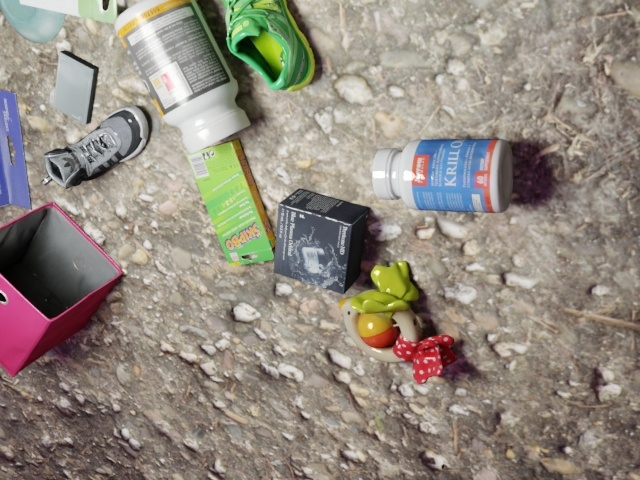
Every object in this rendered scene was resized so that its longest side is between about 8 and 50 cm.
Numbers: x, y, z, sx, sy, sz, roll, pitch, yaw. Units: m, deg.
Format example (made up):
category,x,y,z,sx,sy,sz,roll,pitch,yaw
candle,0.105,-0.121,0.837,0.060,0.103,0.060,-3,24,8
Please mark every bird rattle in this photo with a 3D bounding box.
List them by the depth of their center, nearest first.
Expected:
category,x,y,z,sx,sy,sz,roll,pitch,yaw
bird rattle,0.145,0.170,1.426,0.207,0.143,0.253,-13,120,44

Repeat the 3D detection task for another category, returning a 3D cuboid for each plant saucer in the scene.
category,x,y,z,sx,sy,sz,roll,pitch,yaw
plant saucer,-0.629,-0.517,1.536,0.195,0.037,0.195,12,117,24

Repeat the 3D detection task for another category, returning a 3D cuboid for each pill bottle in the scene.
category,x,y,z,sx,sy,sz,roll,pitch,yaw
pill bottle,0.206,-0.111,1.231,0.221,0.124,0.124,2,114,26
pill bottle,-0.252,-0.314,1.356,0.162,0.162,0.278,-19,102,33

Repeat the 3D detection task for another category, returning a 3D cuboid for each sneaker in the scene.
category,x,y,z,sx,sy,sz,roll,pitch,yaw
sneaker,-0.116,-0.394,1.269,0.109,0.123,0.295,-31,95,35
sneaker,-0.487,-0.187,1.543,0.269,0.153,0.101,-29,98,34

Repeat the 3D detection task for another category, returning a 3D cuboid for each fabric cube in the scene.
category,x,y,z,sx,sy,sz,roll,pitch,yaw
fabric cube,-0.687,0.114,1.726,0.254,0.259,0.258,45,125,1

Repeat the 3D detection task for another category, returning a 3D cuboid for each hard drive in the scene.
category,x,y,z,sx,sy,sz,roll,pitch,yaw
hard drive,-0.537,-0.333,1.581,0.094,0.022,0.135,29,123,13

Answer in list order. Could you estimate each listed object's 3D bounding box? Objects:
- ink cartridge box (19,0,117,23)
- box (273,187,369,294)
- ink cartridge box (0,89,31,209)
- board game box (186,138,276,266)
category,x,y,z,sx,sy,sz,roll,pitch,yaw
ink cartridge box,-0.490,-0.509,1.439,0.209,0.062,0.109,14,119,6
box,0.000,0.000,1.412,0.158,0.093,0.156,16,119,19
ink cartridge box,-0.865,-0.235,1.775,0.307,0.072,0.303,15,118,24
board game box,-0.181,-0.074,1.508,0.124,0.039,0.259,-10,105,32
